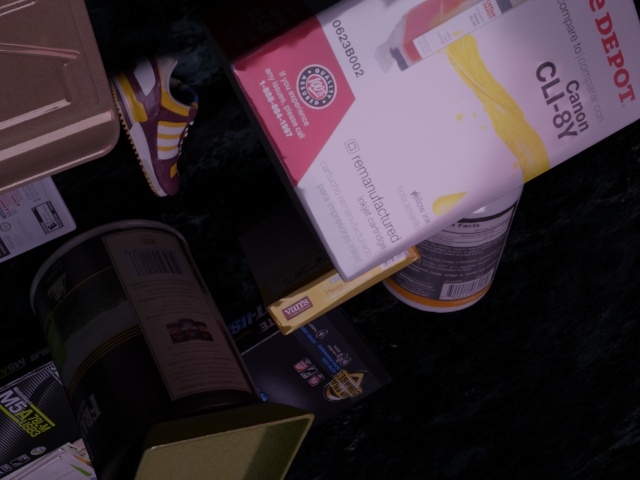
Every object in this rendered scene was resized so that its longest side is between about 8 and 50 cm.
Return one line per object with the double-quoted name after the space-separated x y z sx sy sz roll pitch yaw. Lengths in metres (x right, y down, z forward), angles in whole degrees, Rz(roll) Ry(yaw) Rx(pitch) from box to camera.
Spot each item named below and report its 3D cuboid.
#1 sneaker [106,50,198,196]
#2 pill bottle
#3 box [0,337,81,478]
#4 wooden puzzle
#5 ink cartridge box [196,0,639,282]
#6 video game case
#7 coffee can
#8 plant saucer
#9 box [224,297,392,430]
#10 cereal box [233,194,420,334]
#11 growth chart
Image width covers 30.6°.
-0.159 -0.116 1.213 0.084 0.069 0.185 -25 147 -6 "sneaker"
0.163 -0.051 1.452 0.162 0.162 0.278 -16 142 -20 "pill bottle"
-0.377 0.216 1.491 0.184 0.045 0.190 -26 146 -3 "box"
-0.362 -0.169 0.997 0.322 0.080 0.348 -23 140 -12 "wooden puzzle"
0.116 -0.181 1.177 0.385 0.160 0.279 -29 121 -2 "ink cartridge box"
-0.361 -0.037 1.206 0.173 0.022 0.190 -25 146 -9 "video game case"
-0.194 0.141 1.327 0.201 0.275 0.201 -19 144 -15 "coffee can"
-0.121 0.235 1.214 0.188 0.045 0.188 -7 139 -31 "plant saucer"
-0.074 0.199 1.673 0.293 0.073 0.295 -32 145 1 "box"
0.000 0.000 1.338 0.173 0.240 0.047 -30 115 1 "cereal box"
-0.372 0.349 1.682 0.172 0.021 0.237 -28 146 -4 "growth chart"
